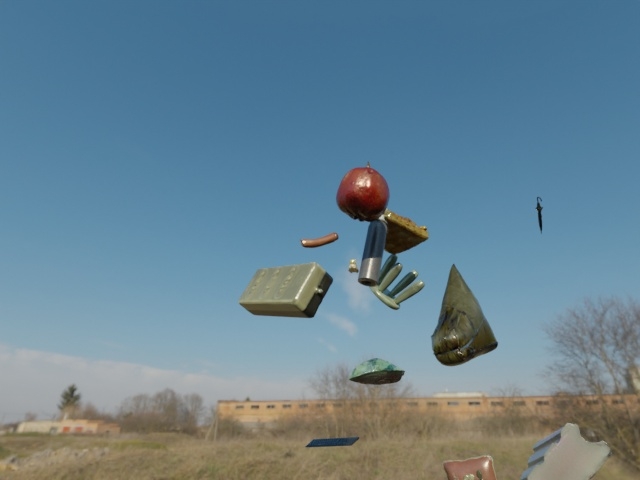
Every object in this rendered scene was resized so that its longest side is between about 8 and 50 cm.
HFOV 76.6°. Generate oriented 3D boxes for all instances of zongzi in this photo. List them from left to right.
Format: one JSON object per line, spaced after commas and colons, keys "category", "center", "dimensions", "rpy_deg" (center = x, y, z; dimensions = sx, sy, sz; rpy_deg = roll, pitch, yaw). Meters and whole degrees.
{"category": "zongzi", "center": [0.486, 0.258, 1.483], "dimensions": [0.160, 0.361, 0.323], "rpy_deg": [-24, -17, 37]}

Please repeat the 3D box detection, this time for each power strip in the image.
{"category": "power strip", "center": [-0.081, 0.110, 0.893], "dimensions": [0.070, 0.105, 0.256], "rpy_deg": [43, -31, -27]}

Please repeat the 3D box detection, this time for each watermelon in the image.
{"category": "watermelon", "center": [0.180, 0.437, 1.333], "dimensions": [0.180, 0.094, 0.081], "rpy_deg": [8, 17, -9]}

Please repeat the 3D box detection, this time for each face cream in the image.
{"category": "face cream", "center": [0.195, 0.028, 1.475], "dimensions": [0.073, 0.284, 0.073], "rpy_deg": [11, -27, 6]}

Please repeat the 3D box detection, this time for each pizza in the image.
{"category": "pizza", "center": [0.304, -0.040, 1.804], "dimensions": [0.268, 0.087, 0.258], "rpy_deg": [24, -32, -24]}

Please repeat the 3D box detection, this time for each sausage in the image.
{"category": "sausage", "center": [-0.001, 0.000, 1.625], "dimensions": [0.176, 0.047, 0.040], "rpy_deg": [-14, 9, -33]}

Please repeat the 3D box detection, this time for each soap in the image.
{"category": "soap", "center": [0.856, 0.834, 1.454], "dimensions": [0.159, 0.258, 0.302], "rpy_deg": [34, -32, 27]}

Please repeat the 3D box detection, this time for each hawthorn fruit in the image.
{"category": "hawthorn fruit", "center": [0.145, -0.167, 1.350], "dimensions": [0.179, 0.200, 0.179], "rpy_deg": [9, -15, 2]}

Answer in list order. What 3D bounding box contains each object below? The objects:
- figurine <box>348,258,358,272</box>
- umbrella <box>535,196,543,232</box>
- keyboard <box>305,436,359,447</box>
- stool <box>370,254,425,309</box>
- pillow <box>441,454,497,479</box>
{"category": "figurine", "center": [0.144, 0.111, 1.786], "dimensions": [0.047, 0.051, 0.083], "rpy_deg": [-5, -23, 6]}
{"category": "umbrella", "center": [0.687, -0.080, 1.272], "dimensions": [0.022, 0.022, 0.149], "rpy_deg": [-28, -52, -4]}
{"category": "keyboard", "center": [0.040, 0.709, 1.424], "dimensions": [0.198, 0.010, 0.063], "rpy_deg": [-20, -10, 30]}
{"category": "stool", "center": [0.364, 0.203, 1.951], "dimensions": [0.195, 0.195, 0.199], "rpy_deg": [40, -78, -10]}
{"category": "pillow", "center": [0.485, 0.782, 1.274], "dimensions": [0.171, 0.179, 0.075], "rpy_deg": [-24, -26, 24]}
